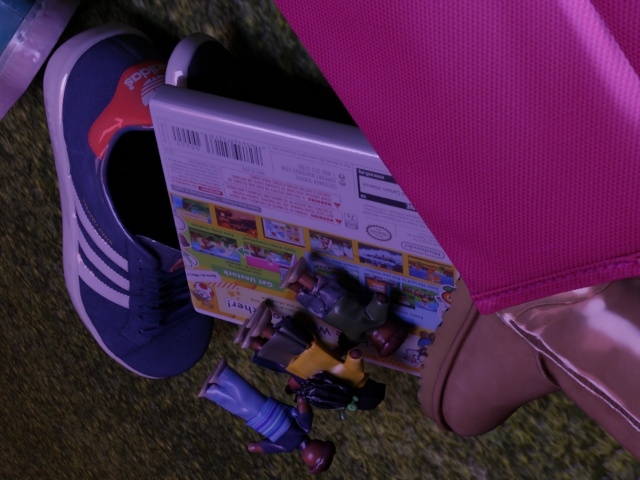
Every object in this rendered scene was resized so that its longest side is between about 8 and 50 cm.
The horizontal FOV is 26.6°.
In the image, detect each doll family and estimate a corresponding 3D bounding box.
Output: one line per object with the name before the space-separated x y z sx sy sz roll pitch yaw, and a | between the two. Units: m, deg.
doll family | -0.008 0.097 0.959 0.111 0.076 0.193 33 146 -7

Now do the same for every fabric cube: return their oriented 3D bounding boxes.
fabric cube | 0.121 -0.166 0.383 0.258 0.254 0.259 55 152 -7

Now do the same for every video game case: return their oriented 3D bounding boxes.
video game case | 0.000 0.000 0.926 0.227 0.026 0.206 14 137 21

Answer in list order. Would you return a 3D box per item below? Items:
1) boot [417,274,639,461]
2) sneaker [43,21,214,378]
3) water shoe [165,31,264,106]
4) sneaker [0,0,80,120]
boot | 0.187 0.112 0.779 0.269 0.089 0.236 39 150 23
sneaker | -0.128 0.003 1.092 0.148 0.131 0.350 36 148 39
water shoe | -0.038 -0.063 0.966 0.080 0.073 0.203 2 132 34
sneaker | -0.296 -0.170 1.139 0.121 0.108 0.302 33 157 -16
